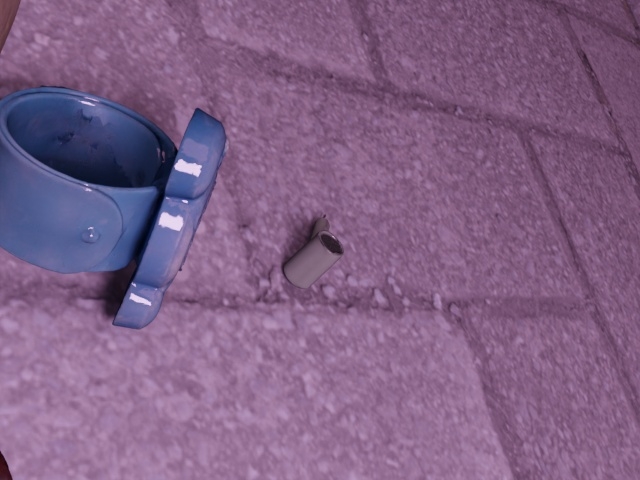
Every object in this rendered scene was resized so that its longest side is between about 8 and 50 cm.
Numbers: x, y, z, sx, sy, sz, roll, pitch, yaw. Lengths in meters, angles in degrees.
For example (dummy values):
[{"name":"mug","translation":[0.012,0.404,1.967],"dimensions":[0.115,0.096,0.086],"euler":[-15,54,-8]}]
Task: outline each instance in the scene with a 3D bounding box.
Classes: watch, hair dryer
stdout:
[{"name":"watch","translation":[-0.194,-0.051,0.842],"dimensions":[0.193,0.211,0.211],"euler":[22,46,-9]},{"name":"hair dryer","translation":[0.000,0.000,1.076],"dimensions":[0.038,0.063,0.124],"euler":[41,28,-13]}]

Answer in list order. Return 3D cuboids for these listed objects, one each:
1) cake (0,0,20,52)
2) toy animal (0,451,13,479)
[{"name":"cake","translation":[-0.368,-0.235,0.790],"dimensions":[0.262,0.159,0.158],"euler":[28,49,-27]},{"name":"toy animal","translation":[-0.241,0.242,0.626],"dimensions":[0.324,0.090,0.195],"euler":[48,43,9]}]
